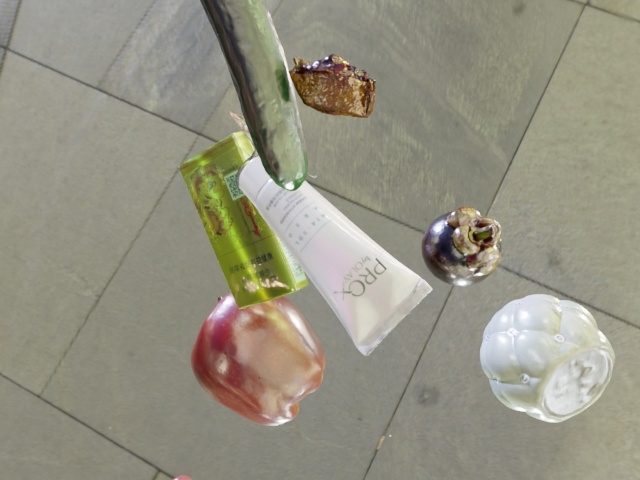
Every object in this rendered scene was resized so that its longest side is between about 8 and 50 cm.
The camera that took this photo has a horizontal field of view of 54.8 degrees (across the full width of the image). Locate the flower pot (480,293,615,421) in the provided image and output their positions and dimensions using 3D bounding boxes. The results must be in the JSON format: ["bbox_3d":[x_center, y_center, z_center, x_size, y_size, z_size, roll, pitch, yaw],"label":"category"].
[{"bbox_3d":[0.439,0.227,1.221,0.246,0.246,0.195,-36,32,-5],"label":"flower pot"}]

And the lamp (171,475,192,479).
[{"bbox_3d":[-0.364,0.680,1.641,0.092,0.107,0.107,-10,68,-30],"label":"lamp"}]

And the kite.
[{"bbox_3d":[-0.068,-0.137,0.884,0.157,0.139,0.011,38,114,-6],"label":"kite"}]

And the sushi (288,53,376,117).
[{"bbox_3d":[0.014,-0.129,0.510,0.099,0.050,0.047,21,113,34],"label":"sushi"}]

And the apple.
[{"bbox_3d":[-0.148,0.265,1.436,0.317,0.288,0.288,43,81,2],"label":"apple"}]

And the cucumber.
[{"bbox_3d":[-0.065,-0.174,0.532,0.056,0.056,0.284,-20,110,0],"label":"cucumber"}]

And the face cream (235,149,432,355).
[{"bbox_3d":[0.000,0.000,0.638,0.092,0.058,0.243,-47,62,8],"label":"face cream"}]

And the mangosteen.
[{"bbox_3d":[0.378,0.008,1.592,0.211,0.250,0.211,5,70,-13],"label":"mangosteen"}]

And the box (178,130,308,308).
[{"bbox_3d":[-0.150,-0.033,1.182,0.173,0.043,0.311,-21,92,39],"label":"box"}]
